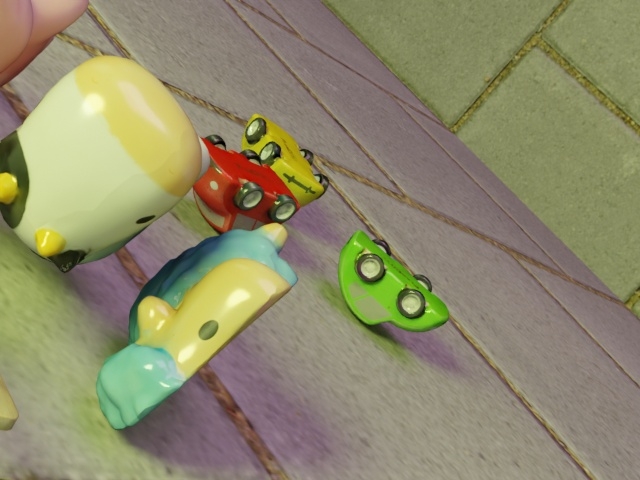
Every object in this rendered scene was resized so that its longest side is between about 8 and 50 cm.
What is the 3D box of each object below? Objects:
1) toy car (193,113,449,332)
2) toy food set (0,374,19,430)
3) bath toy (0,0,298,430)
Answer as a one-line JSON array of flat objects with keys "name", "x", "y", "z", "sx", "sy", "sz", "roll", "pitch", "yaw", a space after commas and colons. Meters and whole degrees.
[{"name": "toy car", "x": 0.000, "y": 0.000, "z": 0.928, "sx": 0.225, "sy": 0.053, "sz": 0.239, "roll": 42, "pitch": 14, "yaw": -1}, {"name": "toy food set", "x": -0.201, "y": 0.018, "z": 0.386, "sx": 0.192, "sy": 0.039, "sz": 0.132, "roll": 23, "pitch": 15, "yaw": -37}, {"name": "bath toy", "x": -0.158, "y": -0.084, "z": 0.542, "sx": 0.129, "sy": 0.151, "sz": 0.348, "roll": -41, "pitch": 94, "yaw": -32}]
